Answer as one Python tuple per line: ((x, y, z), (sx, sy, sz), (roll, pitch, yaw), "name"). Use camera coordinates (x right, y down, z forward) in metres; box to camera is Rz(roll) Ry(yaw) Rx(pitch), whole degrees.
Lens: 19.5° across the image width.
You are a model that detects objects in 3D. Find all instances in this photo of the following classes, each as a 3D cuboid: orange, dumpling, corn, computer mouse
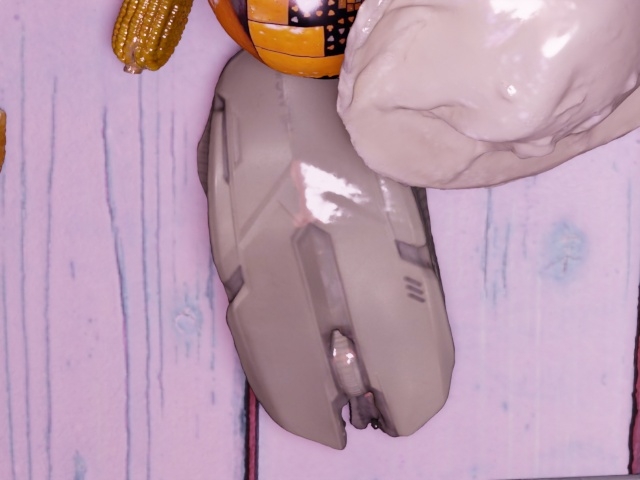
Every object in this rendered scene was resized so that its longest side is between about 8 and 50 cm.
((-0.006, -0.257, 1.712), (0.234, 0.234, 0.182), (47, 139, -3), "orange")
((0.161, -0.172, 1.640), (0.315, 0.395, 0.233), (-44, 51, 18), "dumpling")
((-0.148, -0.258, 1.816), (0.068, 0.068, 0.207), (23, 102, 4), "corn")
((0.000, 0.003, 1.813), (0.228, 0.145, 0.429), (-11, 101, 9), "computer mouse")

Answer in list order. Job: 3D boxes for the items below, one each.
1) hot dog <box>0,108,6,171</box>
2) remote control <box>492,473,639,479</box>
((-0.347, -0.074, 1.910), (0.044, 0.028, 0.137), (25, 105, 30), "hot dog")
((0.329, 0.305, 1.874), (0.344, 0.050, 0.145), (-5, 102, 10), "remote control")
